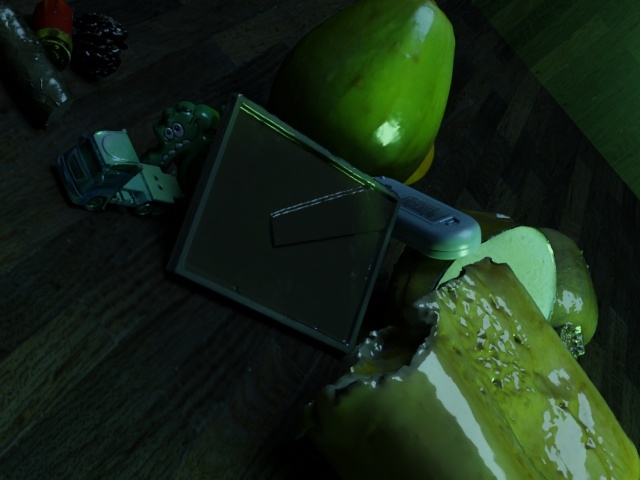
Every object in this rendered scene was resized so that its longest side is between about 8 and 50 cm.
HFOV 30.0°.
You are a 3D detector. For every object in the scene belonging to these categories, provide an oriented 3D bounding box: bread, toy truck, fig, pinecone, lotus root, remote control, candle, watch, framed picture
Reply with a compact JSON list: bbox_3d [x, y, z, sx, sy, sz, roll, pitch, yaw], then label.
[{"bbox_3d":[0.171,0.260,1.363,0.394,0.250,0.361,55,36,3],"label":"bread"},{"bbox_3d":[-0.212,-0.075,1.362,0.175,0.081,0.067,9,49,-56],"label":"toy truck"},{"bbox_3d":[0.071,-0.229,1.779,0.258,0.326,0.258,29,15,-9],"label":"fig"},{"bbox_3d":[-0.281,-0.246,1.503,0.077,0.077,0.083,30,63,-38],"label":"pinecone"},{"bbox_3d":[0.412,0.100,2.113,0.169,0.151,0.343,40,23,-22],"label":"lotus root"},{"bbox_3d":[0.123,-0.035,1.629,0.087,0.047,0.244,-23,32,-28],"label":"remote control"},{"bbox_3d":[-0.328,-0.258,1.459,0.052,0.052,0.131,34,27,-33],"label":"candle"},{"bbox_3d":[-0.138,-0.117,1.512,0.165,0.131,0.152,42,15,-16],"label":"watch"},{"bbox_3d":[-0.032,-0.013,1.476,0.315,0.024,0.232,29,74,-40],"label":"framed picture"}]

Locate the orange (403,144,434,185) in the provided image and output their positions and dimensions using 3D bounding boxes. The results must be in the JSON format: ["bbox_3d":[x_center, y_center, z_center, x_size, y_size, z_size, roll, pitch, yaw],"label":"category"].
[{"bbox_3d":[0.122,-0.166,2.025,0.156,0.124,0.156,45,34,-43],"label":"orange"}]

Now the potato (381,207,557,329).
[{"bbox_3d":[0.178,0.092,1.697,0.299,0.196,0.246,-26,111,-42],"label":"potato"}]

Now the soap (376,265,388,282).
[{"bbox_3d":[0.000,0.000,1.645,0.198,0.063,0.114,26,34,-44],"label":"soap"}]

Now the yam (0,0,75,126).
[{"bbox_3d":[-0.363,-0.242,1.366,0.253,0.061,0.061,55,24,8],"label":"yam"}]
